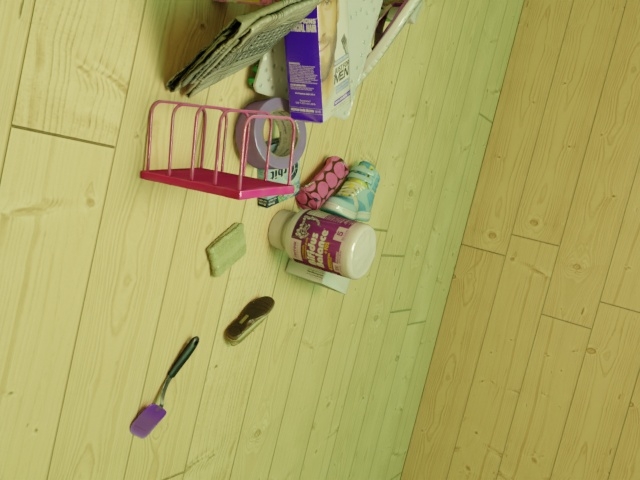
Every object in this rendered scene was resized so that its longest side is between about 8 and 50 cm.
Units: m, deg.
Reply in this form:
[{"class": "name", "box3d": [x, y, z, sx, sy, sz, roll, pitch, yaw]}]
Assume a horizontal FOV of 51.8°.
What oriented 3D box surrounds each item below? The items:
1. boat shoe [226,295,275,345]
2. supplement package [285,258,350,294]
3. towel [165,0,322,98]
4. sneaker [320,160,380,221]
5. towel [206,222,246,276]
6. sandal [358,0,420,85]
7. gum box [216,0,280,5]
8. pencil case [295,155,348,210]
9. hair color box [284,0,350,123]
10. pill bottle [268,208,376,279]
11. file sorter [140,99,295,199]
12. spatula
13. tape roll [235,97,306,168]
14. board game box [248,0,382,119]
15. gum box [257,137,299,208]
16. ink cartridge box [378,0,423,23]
[{"class": "boat shoe", "box3d": [-0.210, 0.243, 1.980, 0.190, 0.068, 0.072, -39, 149, -32]}, {"class": "supplement package", "box3d": [0.019, 0.047, 2.173, 0.194, 0.149, 0.203, 31, 77, -60]}, {"class": "towel", "box3d": [-0.165, -0.442, 1.494, 0.324, 0.312, 0.056, -39, 101, -44]}, {"class": "sneaker", "box3d": [0.104, -0.177, 2.239, 0.319, 0.127, 0.208, 1, 106, -70]}, {"class": "towel", "box3d": [-0.254, 0.025, 1.820, 0.148, 0.027, 0.110, -44, 138, -42]}, {"class": "sandal", "box3d": [0.171, -0.625, 2.022, 0.416, 0.102, 0.169, -51, -175, 23]}, {"class": "gum box", "box3d": [-0.158, -0.596, 1.506, 0.062, 0.188, 0.107, -21, 122, -52]}, {"class": "pencil case", "box3d": [0.007, -0.187, 2.103, 0.209, 0.095, 0.098, -53, 129, -36]}, {"class": "hair color box", "box3d": [-0.005, -0.496, 1.705, 0.185, 0.110, 0.339, -47, 140, -50]}, {"class": "pill bottle", "box3d": [0.000, 0.000, 1.962, 0.169, 0.301, 0.169, -34, 132, -49]}, {"class": "file sorter", "box3d": [-0.225, -0.210, 1.489, 0.202, 0.290, 0.182, -13, 112, -57]}, {"class": "spatula", "box3d": [-0.403, 0.382, 1.741, 0.296, 0.030, 0.084, -63, 147, -19]}, {"class": "tape roll", "box3d": [-0.131, -0.285, 1.770, 0.189, 0.080, 0.189, -4, 96, -45]}, {"class": "board game box", "box3d": [-0.006, -0.564, 1.829, 0.390, 0.050, 0.390, 5, 105, -49]}, {"class": "gum box", "box3d": [-0.121, -0.204, 1.919, 0.157, 0.041, 0.184, -30, 128, -50]}, {"class": "ink cartridge box", "box3d": [0.215, -0.787, 2.086, 0.212, 0.154, 0.093, 39, 71, -60]}]
